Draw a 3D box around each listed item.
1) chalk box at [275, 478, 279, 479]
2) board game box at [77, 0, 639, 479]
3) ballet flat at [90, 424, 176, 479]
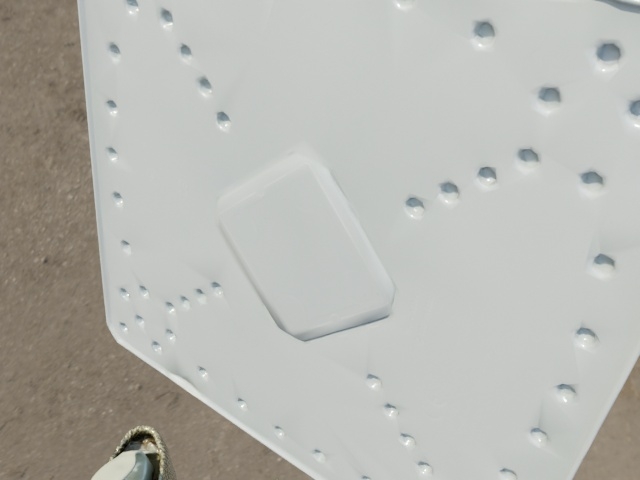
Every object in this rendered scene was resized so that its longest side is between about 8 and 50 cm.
[{"bbox_3d":[-0.122,0.511,1.087,0.132,0.213,0.132,53,9,5],"label":"chalk box"},{"bbox_3d":[0.000,0.000,0.444,0.390,0.390,0.050,27,39,25],"label":"board game box"},{"bbox_3d":[-0.329,0.461,1.013,0.164,0.182,0.483,3,28,3],"label":"ballet flat"}]
